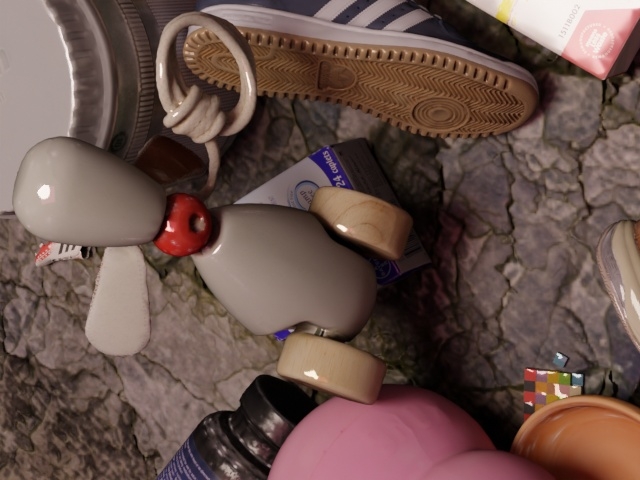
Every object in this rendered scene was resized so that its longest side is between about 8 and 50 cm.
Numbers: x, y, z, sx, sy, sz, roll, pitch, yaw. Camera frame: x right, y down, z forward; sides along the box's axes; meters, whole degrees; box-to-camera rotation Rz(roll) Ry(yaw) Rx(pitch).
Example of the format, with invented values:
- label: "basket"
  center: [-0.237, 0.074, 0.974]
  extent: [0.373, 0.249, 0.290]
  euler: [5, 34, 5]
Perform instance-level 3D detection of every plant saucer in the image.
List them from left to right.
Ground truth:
- label: "plant saucer"
  center: [0.236, 0.215, 1.115]
  extent: [0.200, 0.037, 0.200]
  euler: [18, 116, 43]

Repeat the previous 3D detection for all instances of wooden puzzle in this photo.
- label: "wooden puzzle"
  center: [0.193, 0.133, 1.165]
  extent: [0.049, 0.006, 0.083]
  euler: [5, 102, 25]

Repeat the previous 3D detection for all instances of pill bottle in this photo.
- label: "pill bottle"
  center: [-0.085, 0.231, 1.247]
  extent: [0.123, 0.123, 0.219]
  euler: [41, 103, 14]

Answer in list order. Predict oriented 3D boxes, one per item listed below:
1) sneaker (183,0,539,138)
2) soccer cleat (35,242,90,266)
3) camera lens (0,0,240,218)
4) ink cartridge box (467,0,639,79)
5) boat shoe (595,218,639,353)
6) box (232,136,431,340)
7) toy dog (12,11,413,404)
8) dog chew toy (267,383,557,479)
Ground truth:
- label: "sneaker"
  center: [0.041, -0.181, 1.127]
  extent: [0.282, 0.153, 0.099]
  euler: [11, 146, -5]
- label: "soccer cleat"
  center: [-0.241, 0.008, 1.343]
  extent: [0.083, 0.029, 0.035]
  euler: [-35, 80, 23]
- label: "camera lens"
  center: [-0.201, -0.137, 1.154]
  extent: [0.219, 0.274, 0.219]
  euler: [5, 103, 25]
- label: "ink cartridge box"
  center: [0.168, -0.222, 1.073]
  extent: [0.198, 0.067, 0.115]
  euler: [33, 113, 17]
- label: "boat shoe"
  center: [0.315, 0.116, 1.009]
  extent: [0.116, 0.123, 0.324]
  euler: [-28, 80, 20]
- label: "box"
  center: [0.000, 0.000, 1.197]
  extent: [0.137, 0.072, 0.126]
  euler: [-31, 85, 28]
- label: "toy dog"
  center: [-0.082, 0.003, 1.059]
  extent: [0.334, 0.220, 0.161]
  euler: [45, 155, -26]
- label: "dog chew toy"
  center: [0.107, 0.240, 1.080]
  extent: [0.332, 0.207, 0.206]
  euler: [22, 111, 46]
